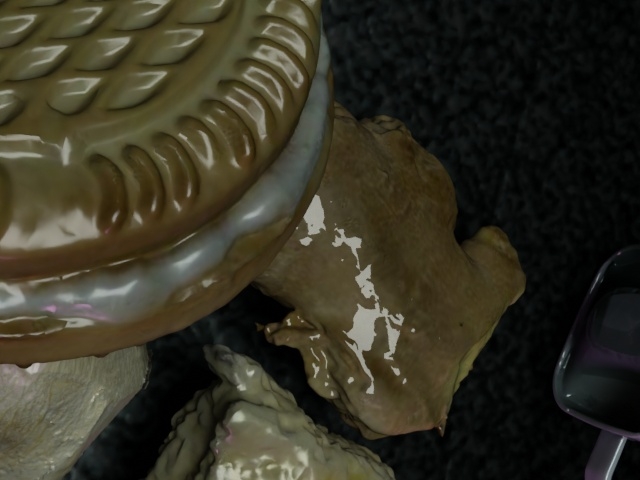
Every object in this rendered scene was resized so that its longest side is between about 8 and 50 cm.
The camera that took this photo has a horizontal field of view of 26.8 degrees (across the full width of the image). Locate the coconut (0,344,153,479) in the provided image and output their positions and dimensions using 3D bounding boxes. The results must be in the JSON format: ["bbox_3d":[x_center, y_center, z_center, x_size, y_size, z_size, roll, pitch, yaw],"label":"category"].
[{"bbox_3d":[-0.118,0.041,0.520,0.110,0.110,0.124,32,122,-23],"label":"coconut"}]

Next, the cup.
[{"bbox_3d":[0.191,0.084,0.681,0.129,0.095,0.128,26,84,-26],"label":"cup"}]

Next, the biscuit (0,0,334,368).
[{"bbox_3d":[-0.114,-0.079,0.480,0.259,0.079,0.259,7,58,-11],"label":"biscuit"}]

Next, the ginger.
[{"bbox_3d":[0.003,-0.003,0.599,0.213,0.074,0.137,37,57,-21],"label":"ginger"}]

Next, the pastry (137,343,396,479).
[{"bbox_3d":[-0.059,0.182,0.580,0.121,0.089,0.258,29,84,-19],"label":"pastry"}]
